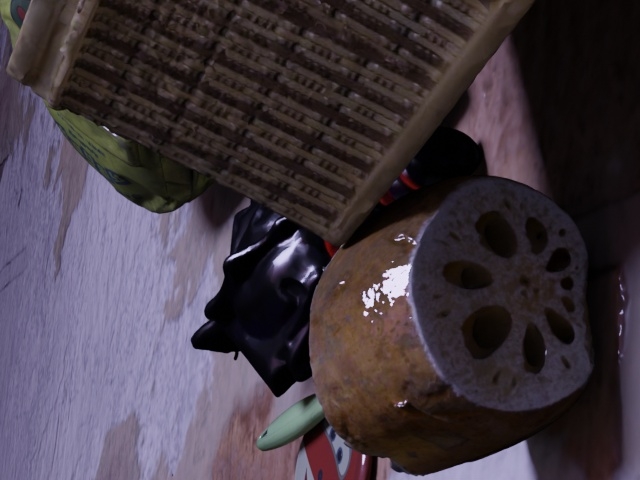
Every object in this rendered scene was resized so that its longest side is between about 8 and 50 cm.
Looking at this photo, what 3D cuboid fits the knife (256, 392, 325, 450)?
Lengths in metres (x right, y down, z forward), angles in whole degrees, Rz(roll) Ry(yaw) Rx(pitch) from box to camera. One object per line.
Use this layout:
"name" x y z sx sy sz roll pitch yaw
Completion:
"knife" 0.011 0.084 0.800 0.207 0.014 0.030 -40 38 50

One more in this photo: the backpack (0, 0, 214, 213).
"backpack" -0.144 -0.141 1.056 0.207 0.140 0.253 37 152 30

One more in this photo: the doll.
"doll" 0.003 0.002 0.798 0.248 0.088 0.127 -50 14 37

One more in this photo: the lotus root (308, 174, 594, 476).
"lotus root" 0.056 0.034 0.587 0.081 0.112 0.122 144 132 -59

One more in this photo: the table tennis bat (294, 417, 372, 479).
"table tennis bat" -0.002 0.156 0.824 0.098 0.019 0.154 -111 39 -54

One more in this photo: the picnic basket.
"picnic basket" 0.010 -0.193 0.598 0.228 0.175 0.312 -53 12 50
